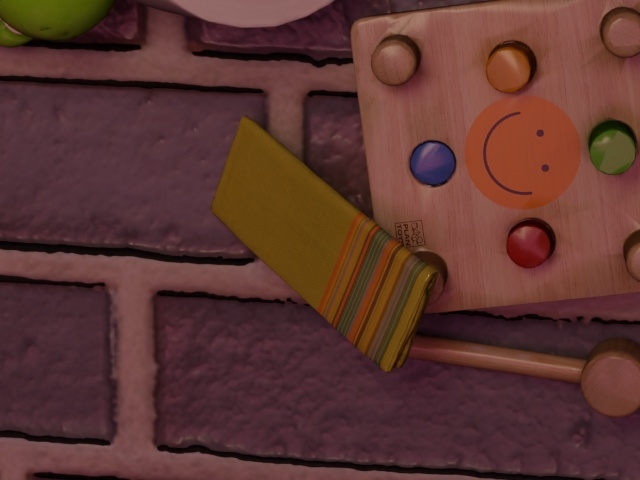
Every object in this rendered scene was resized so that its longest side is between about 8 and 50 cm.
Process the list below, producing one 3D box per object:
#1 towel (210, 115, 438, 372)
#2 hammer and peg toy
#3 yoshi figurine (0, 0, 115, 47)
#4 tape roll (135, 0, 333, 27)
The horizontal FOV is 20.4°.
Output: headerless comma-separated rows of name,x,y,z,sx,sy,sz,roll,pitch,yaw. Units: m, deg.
towel,0.000,0.000,1.472,0.237,0.021,0.102,41,124,31
hammer and peg toy,0.164,-0.019,1.465,0.266,0.127,0.361,-5,101,8
yoshi figurine,-0.193,-0.311,1.420,0.203,0.203,0.362,18,106,-4
tape roll,-0.070,-0.307,1.366,0.286,0.100,0.286,-11,110,-33
